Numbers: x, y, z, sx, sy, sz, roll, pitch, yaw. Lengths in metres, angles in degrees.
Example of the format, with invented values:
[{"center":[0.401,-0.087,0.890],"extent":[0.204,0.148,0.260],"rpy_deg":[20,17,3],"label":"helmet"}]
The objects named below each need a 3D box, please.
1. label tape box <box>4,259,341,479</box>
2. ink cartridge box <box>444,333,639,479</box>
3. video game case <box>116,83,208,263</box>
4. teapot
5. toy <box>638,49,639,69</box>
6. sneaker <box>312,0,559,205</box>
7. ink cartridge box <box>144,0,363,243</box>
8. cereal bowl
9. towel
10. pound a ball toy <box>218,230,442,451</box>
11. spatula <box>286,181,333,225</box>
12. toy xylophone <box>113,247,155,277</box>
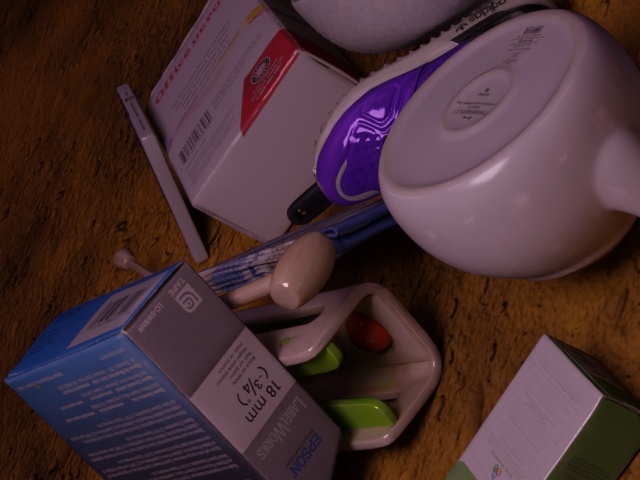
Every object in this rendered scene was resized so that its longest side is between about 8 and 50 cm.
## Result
[{"center":[-0.109,0.194,1.561],"extent":[0.240,0.334,0.106],"rpy_deg":[-21,25,51],"label":"label tape box"},{"center":[0.167,0.192,1.322],"extent":[0.209,0.062,0.109],"rpy_deg":[-57,28,11],"label":"ink cartridge box"},{"center":[-0.200,-0.086,2.072],"extent":[0.022,0.190,0.173],"rpy_deg":[-25,31,-5],"label":"video game case"},{"center":[0.183,-0.056,1.382],"extent":[0.252,0.187,0.256],"rpy_deg":[-33,29,23],"label":"teapot"},{"center":[0.312,-0.164,1.398],"extent":[0.137,0.056,0.237],"rpy_deg":[-31,41,45],"label":"toy"},{"center":[0.124,-0.114,1.571],"extent":[0.293,0.102,0.146],"rpy_deg":[-37,41,11],"label":"sneaker"},{"center":[-0.080,-0.167,1.978],"extent":[0.226,0.131,0.306],"rpy_deg":[-55,27,14],"label":"ink cartridge box"},{"center":[0.137,-0.308,1.678],"extent":[0.339,0.141,0.339],"rpy_deg":[-41,14,12],"label":"cereal bowl"},{"center":[0.000,0.000,1.681],"extent":[0.285,0.209,0.034],"rpy_deg":[-19,95,51],"label":"towel"},{"center":[-0.025,0.088,1.582],"extent":[0.319,0.208,0.136],"rpy_deg":[-16,29,54],"label":"pound a ball toy"},{"center":[0.068,-0.100,1.710],"extent":[0.296,0.084,0.030],"rpy_deg":[-38,16,34],"label":"spatula"},{"center":[-0.239,0.145,2.020],"extent":[0.236,0.081,0.322],"rpy_deg":[-61,28,3],"label":"toy xylophone"}]
